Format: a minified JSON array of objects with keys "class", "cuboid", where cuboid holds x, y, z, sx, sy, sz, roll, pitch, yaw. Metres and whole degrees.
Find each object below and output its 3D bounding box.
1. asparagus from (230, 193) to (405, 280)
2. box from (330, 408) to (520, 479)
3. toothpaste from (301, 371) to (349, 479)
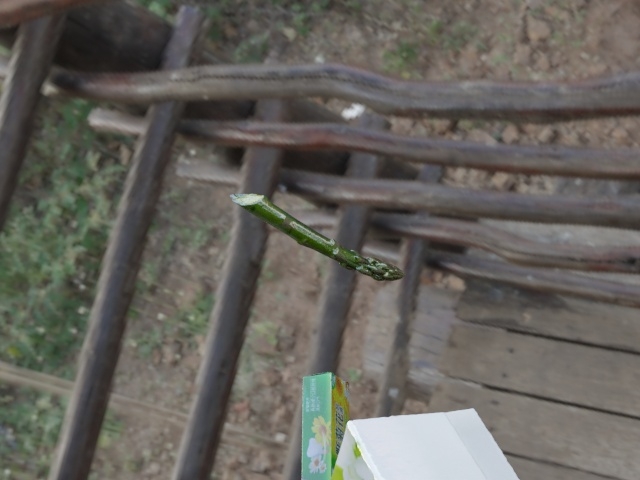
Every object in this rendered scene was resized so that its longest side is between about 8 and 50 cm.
[{"class":"asparagus","cuboid":[0.000,0.000,1.420,0.027,0.236,0.034,-46,23,42]},{"class":"box","cuboid":[0.070,0.276,0.832,0.194,0.111,0.260,-122,36,-48]},{"class":"toothpaste","cuboid":[0.006,0.225,1.240,0.037,0.043,0.178,-12,61,23]}]
